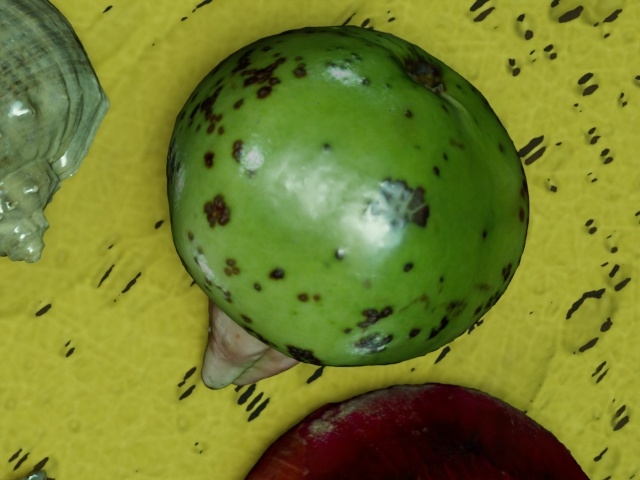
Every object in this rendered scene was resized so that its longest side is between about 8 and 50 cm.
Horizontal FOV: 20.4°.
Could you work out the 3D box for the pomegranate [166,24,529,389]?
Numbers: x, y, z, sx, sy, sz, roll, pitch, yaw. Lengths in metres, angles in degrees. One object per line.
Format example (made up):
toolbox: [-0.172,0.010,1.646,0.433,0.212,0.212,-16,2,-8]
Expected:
pomegranate: [0.000,0.000,1.022,0.214,0.214,0.248,20,124,-18]

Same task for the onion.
onion: [0.074,0.219,1.057,0.272,0.195,0.272,1,88,-20]

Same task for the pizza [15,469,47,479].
pizza: [-0.227,0.201,1.048,0.184,0.036,0.176,28,87,-16]

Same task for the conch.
conch: [-0.200,-0.082,1.003,0.155,0.130,0.207,-22,79,-46]
